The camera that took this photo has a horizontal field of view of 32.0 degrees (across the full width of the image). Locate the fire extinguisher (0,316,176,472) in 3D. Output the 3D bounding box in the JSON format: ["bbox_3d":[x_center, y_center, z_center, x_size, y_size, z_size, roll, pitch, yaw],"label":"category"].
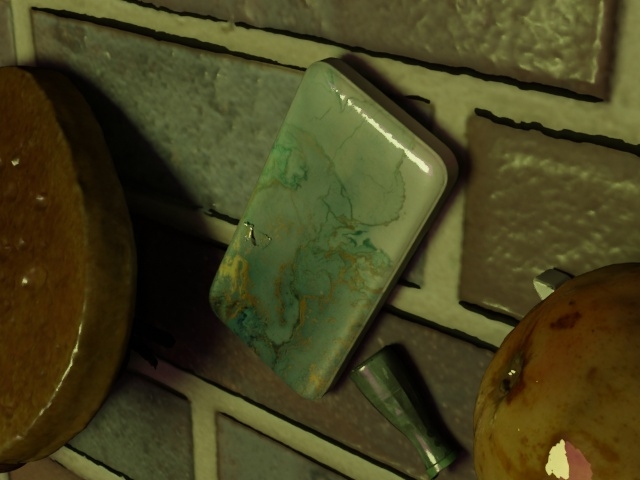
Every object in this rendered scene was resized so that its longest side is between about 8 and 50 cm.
[{"bbox_3d":[-0.277,0.142,1.163,0.135,0.114,0.337,33,137,-14],"label":"fire extinguisher"}]

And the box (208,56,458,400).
[{"bbox_3d":[0.000,0.000,0.895,0.142,0.044,0.285,41,131,16],"label":"box"}]

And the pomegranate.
[{"bbox_3d":[0.191,0.113,0.654,0.207,0.207,0.207,19,120,36],"label":"pomegranate"}]

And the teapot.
[{"bbox_3d":[0.070,0.139,0.895,0.110,0.043,0.043,54,135,4],"label":"teapot"}]

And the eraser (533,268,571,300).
[{"bbox_3d":[0.180,0.065,0.769,0.019,0.027,0.099,-30,88,47],"label":"eraser"}]

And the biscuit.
[{"bbox_3d":[-0.300,0.027,1.058,0.350,0.070,0.394,-39,56,30],"label":"biscuit"}]
